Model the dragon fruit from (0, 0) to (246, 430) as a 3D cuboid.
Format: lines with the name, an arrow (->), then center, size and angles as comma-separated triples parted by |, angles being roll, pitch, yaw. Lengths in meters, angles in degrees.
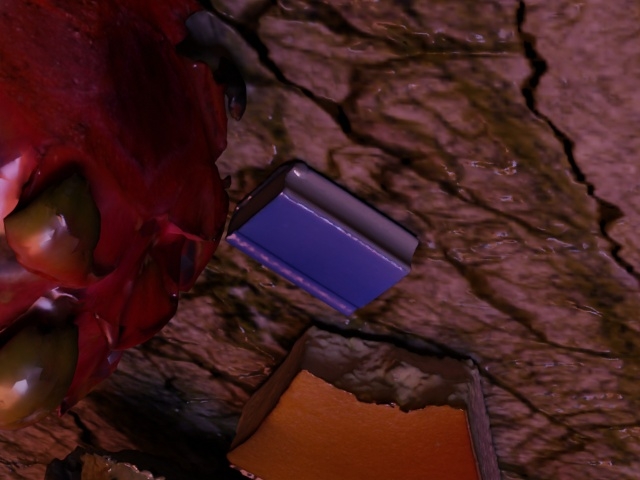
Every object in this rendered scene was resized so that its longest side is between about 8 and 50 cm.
dragon fruit -> -0.158, -0.007, 0.646 | 0.243, 0.227, 0.307 | 9, 144, 19

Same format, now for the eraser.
eraser -> 0.000, 0.000, 0.747 | 0.085, 0.027, 0.063 | 32, 141, -18

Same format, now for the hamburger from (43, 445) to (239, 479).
hamburger -> -0.057, 0.265, 0.923 | 0.309, 0.211, 0.132 | 21, 169, -17

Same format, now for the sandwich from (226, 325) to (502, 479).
sandwich -> 0.059, 0.123, 0.848 | 0.193, 0.058, 0.162 | 25, 141, -10
